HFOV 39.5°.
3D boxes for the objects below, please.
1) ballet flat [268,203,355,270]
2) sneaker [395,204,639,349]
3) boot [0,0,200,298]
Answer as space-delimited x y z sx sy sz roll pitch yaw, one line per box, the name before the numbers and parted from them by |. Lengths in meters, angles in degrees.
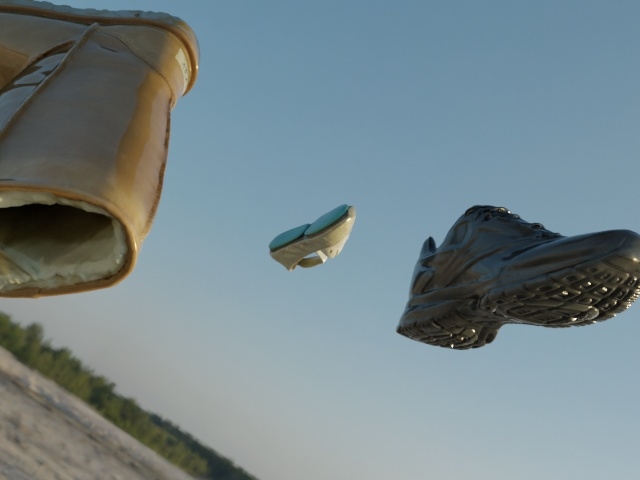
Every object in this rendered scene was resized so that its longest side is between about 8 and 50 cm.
ballet flat | 0.000 0.000 1.061 0.052 0.057 0.168 50 -33 -13
sneaker | 0.173 0.019 0.825 0.109 0.130 0.286 21 -24 -31
boot | -0.199 -0.070 0.545 0.236 0.270 0.089 -5 -58 7
